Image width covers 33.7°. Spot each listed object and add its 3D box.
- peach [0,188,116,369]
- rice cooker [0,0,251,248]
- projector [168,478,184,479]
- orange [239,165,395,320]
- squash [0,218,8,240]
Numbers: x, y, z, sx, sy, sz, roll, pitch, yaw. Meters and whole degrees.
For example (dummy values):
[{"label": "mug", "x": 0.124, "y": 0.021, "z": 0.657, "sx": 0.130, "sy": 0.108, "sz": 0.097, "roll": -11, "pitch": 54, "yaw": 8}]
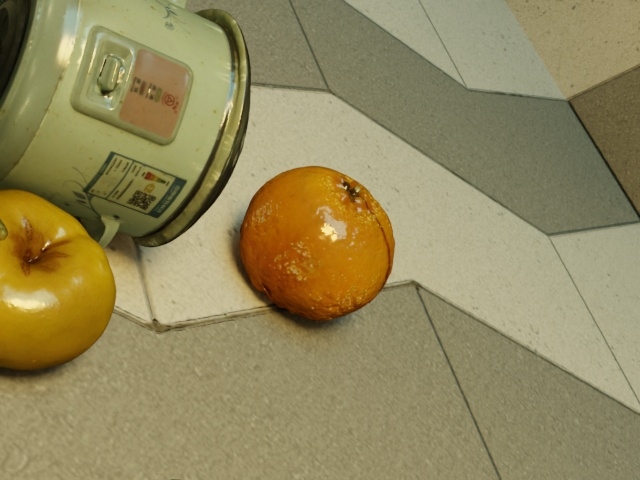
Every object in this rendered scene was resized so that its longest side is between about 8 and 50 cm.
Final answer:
[{"label": "peach", "x": -0.271, "y": 0.035, "z": 0.949, "sx": 0.179, "sy": 0.103, "sz": 0.179, "roll": 28, "pitch": 34, "yaw": -21}, {"label": "rice cooker", "x": -0.212, "y": -0.139, "z": 1.086, "sx": 0.316, "sy": 0.264, "sz": 0.317, "roll": 1, "pitch": 89, "yaw": -36}, {"label": "projector", "x": -0.018, "y": 0.417, "z": 0.665, "sx": 0.395, "sy": 0.242, "sz": 0.405, "roll": 29, "pitch": 33, "yaw": -25}, {"label": "orange", "x": 0.000, "y": 0.000, "z": 1.277, "sx": 0.193, "sy": 0.161, "sz": 0.193, "roll": 26, "pitch": 42, "yaw": -26}, {"label": "squash", "x": -0.401, "y": -0.042, "z": 0.843, "sx": 0.287, "sy": 0.137, "sz": 0.137, "roll": 19, "pitch": 39, "yaw": -32}]
